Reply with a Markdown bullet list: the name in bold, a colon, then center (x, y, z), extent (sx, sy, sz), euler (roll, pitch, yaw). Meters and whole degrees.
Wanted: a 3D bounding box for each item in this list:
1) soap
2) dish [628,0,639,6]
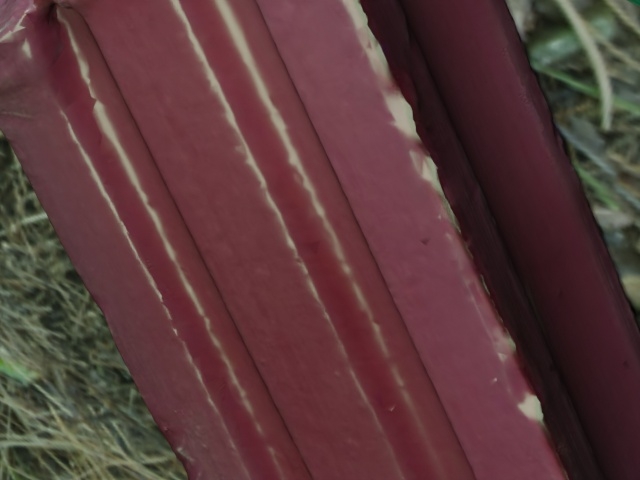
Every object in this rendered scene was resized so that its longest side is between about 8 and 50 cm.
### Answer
- **soap**: center (0.000, 0.000, 0.844), extent (0.233, 0.128, 0.360), euler (-12, 112, 36)
- **dish**: center (0.206, -0.156, 0.647), extent (0.246, 0.078, 0.224), euler (46, 132, 1)
